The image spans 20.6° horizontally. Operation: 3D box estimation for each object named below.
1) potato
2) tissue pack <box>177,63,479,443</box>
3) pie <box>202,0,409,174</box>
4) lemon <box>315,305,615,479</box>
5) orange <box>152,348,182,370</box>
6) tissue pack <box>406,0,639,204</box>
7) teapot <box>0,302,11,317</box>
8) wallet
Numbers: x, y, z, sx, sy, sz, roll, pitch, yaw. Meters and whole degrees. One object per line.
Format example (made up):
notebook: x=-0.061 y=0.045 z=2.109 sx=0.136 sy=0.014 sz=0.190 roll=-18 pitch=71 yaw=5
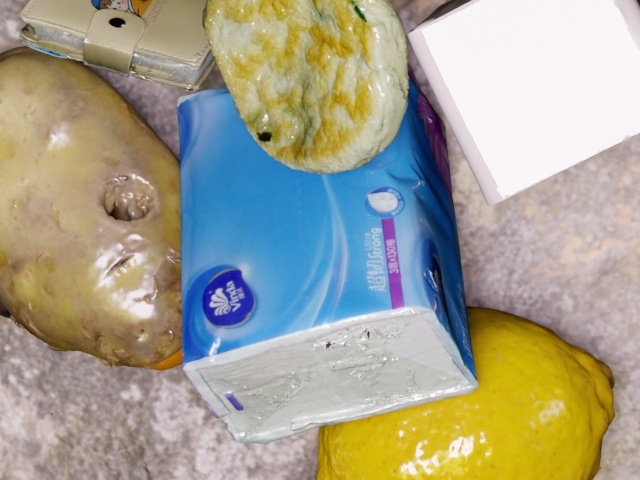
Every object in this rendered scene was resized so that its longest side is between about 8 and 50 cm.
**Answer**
potato: x=-0.200 y=-0.021 z=1.431 sx=0.191 sy=0.141 sz=0.296 roll=-43 pitch=68 yaw=16
tissue pack: x=0.000 y=0.000 z=1.349 sx=0.198 sy=0.263 sz=0.146 roll=-15 pitch=142 yaw=14
pie: x=-0.010 y=-0.136 z=1.252 sx=0.187 sy=0.041 sz=0.187 roll=24 pitch=127 yaw=35
lemon: x=0.114 y=0.157 z=1.411 sx=0.260 sy=0.204 sz=0.204 roll=-22 pitch=99 yaw=1
orange: x=-0.138 y=0.069 z=1.502 sx=0.083 sy=0.070 sz=0.083 roll=3 pitch=109 yaw=8
tissue pack: x=0.172 y=-0.140 z=1.304 sx=0.159 sy=0.246 sz=0.136 roll=-26 pitch=97 yaw=16
teapot: x=-0.271 y=0.033 z=1.530 sx=0.100 sy=0.045 sz=0.068 roll=19 pitch=83 yaw=23
wallet: x=-0.156 y=-0.174 z=1.429 sx=0.155 sy=0.110 sz=0.039 roll=16 pitch=132 yaw=7
